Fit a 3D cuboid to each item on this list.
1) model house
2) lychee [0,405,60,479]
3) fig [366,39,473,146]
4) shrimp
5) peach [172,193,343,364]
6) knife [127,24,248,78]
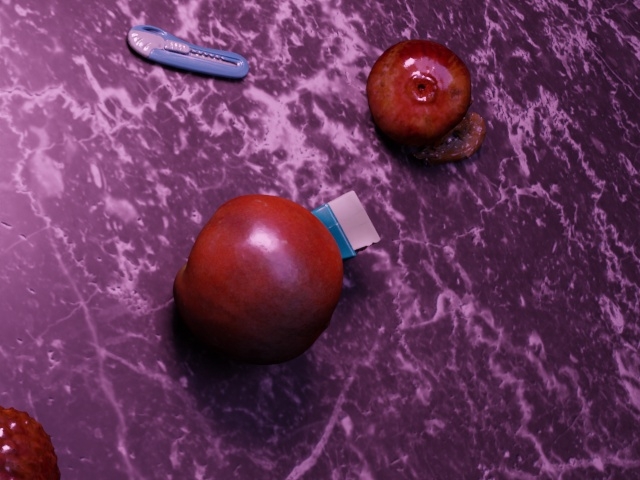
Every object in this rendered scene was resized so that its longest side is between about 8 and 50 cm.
[{"bbox_3d":[0.000,0.000,1.773,0.149,0.127,0.100,-26,87,-51],"label":"model house"},{"bbox_3d":[-0.439,0.315,1.304,0.260,0.260,0.261,13,66,-30],"label":"lychee"},{"bbox_3d":[0.180,-0.266,1.981,0.205,0.205,0.205,13,66,-30],"label":"fig"},{"bbox_3d":[0.245,-0.186,2.054,0.180,0.099,0.041,-21,45,-28],"label":"shrimp"},{"bbox_3d":[-0.088,0.064,1.621,0.252,0.252,0.253,13,66,-30],"label":"peach"},{"bbox_3d":[-0.217,-0.313,1.818,0.222,0.031,0.064,10,64,-31],"label":"knife"}]
